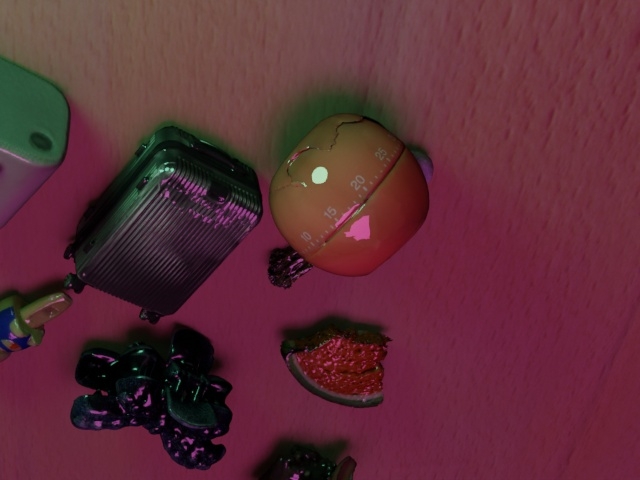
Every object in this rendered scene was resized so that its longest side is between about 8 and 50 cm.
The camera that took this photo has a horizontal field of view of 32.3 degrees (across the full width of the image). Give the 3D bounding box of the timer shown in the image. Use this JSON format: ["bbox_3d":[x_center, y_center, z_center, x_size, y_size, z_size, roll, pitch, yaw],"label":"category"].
[{"bbox_3d":[0.040,-0.067,1.637,0.215,0.229,0.229,47,115,-3],"label":"timer"}]

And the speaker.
[{"bbox_3d":[-0.556,-0.171,1.467,0.406,0.183,0.184,25,128,-30],"label":"speaker"}]

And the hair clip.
[{"bbox_3d":[-0.277,0.284,1.941,0.310,0.195,0.206,27,129,-32],"label":"hair clip"}]

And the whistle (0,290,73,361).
[{"bbox_3d":[-0.510,0.145,1.827,0.227,0.085,0.105,-26,141,12],"label":"whistle"}]

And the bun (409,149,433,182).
[{"bbox_3d":[0.137,-0.112,1.748,0.083,0.045,0.083,-4,134,-4],"label":"bun"}]

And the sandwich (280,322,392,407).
[{"bbox_3d":[0.026,0.216,2.014,0.235,0.079,0.159,12,118,-26],"label":"sandwich"}]

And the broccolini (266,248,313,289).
[{"bbox_3d":[0.001,0.000,1.835,0.216,0.058,0.067,-40,131,11],"label":"broccolini"}]

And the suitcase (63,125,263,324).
[{"bbox_3d":[-0.242,-0.016,1.702,0.202,0.128,0.312,28,121,-32],"label":"suitcase"}]

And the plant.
[{"bbox_3d":[-0.027,0.516,2.197,0.178,0.204,0.234,19,137,-38],"label":"plant"}]
